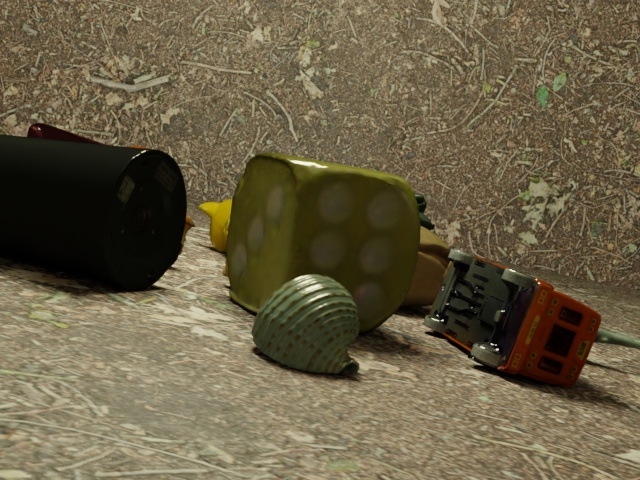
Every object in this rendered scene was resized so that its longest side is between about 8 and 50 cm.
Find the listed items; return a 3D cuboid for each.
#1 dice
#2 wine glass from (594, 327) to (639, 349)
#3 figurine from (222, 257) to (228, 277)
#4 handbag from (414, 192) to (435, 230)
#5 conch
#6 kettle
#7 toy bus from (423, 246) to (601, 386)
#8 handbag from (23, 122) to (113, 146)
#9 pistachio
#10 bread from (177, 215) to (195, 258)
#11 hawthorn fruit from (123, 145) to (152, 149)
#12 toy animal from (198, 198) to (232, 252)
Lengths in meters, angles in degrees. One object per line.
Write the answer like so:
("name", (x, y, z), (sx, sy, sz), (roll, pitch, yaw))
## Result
("dice", (0.000, 0.000, 1.389), (0.227, 0.238, 0.233), (8, 6, -26))
("wine glass", (0.446, 0.073, 1.502), (0.309, 0.264, 0.096), (14, 21, 23))
("figurine", (-0.097, 0.036, 1.585), (0.114, 0.108, 0.196), (16, -1, 5))
("handbag", (0.060, -0.012, 1.813), (0.260, 0.079, 0.247), (8, -37, -26))
("conch", (-0.015, 0.095, 1.095), (0.135, 0.102, 0.153), (-6, 11, -21))
("kettle", (-0.368, -0.054, 1.393), (0.308, 0.203, 0.262), (10, 6, 23))
("toy bus", (0.276, 0.112, 1.390), (0.153, 0.143, 0.329), (21, 1, -14))
("handbag", (-0.408, -0.080, 1.545), (0.203, 0.216, 0.074), (17, 43, 9))
("pistachio", (0.119, 0.042, 1.699), (0.293, 0.162, 0.181), (8, -24, -24))
("bread", (-0.316, -0.017, 1.636), (0.187, 0.103, 0.065), (16, 6, 26))
("hawthorn fruit", (-0.353, -0.071, 1.786), (0.199, 0.199, 0.251), (10, 21, -20))
("toy animal", (-0.159, -0.029, 1.986), (0.156, 0.156, 0.230), (9, 9, -32))
